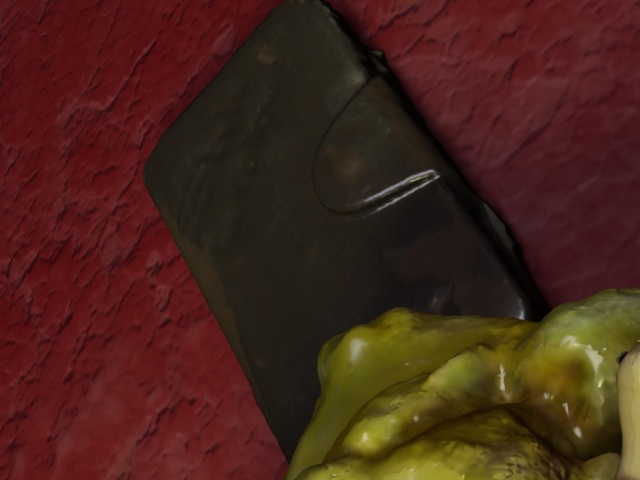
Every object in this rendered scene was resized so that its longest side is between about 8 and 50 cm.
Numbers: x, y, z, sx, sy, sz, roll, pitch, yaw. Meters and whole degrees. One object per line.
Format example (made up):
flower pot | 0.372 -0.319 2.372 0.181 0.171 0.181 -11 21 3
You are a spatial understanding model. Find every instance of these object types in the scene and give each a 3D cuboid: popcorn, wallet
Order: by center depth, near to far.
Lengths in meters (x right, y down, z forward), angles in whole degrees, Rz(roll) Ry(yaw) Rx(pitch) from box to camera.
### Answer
popcorn | 0.062 0.134 0.536 0.266 0.192 0.233 -47 13 26
wallet | 0.000 0.000 0.771 0.165 0.042 0.309 -50 42 20

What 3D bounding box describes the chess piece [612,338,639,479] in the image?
chess piece | 0.084 0.096 0.397 0.060 0.060 0.172 2 65 48
